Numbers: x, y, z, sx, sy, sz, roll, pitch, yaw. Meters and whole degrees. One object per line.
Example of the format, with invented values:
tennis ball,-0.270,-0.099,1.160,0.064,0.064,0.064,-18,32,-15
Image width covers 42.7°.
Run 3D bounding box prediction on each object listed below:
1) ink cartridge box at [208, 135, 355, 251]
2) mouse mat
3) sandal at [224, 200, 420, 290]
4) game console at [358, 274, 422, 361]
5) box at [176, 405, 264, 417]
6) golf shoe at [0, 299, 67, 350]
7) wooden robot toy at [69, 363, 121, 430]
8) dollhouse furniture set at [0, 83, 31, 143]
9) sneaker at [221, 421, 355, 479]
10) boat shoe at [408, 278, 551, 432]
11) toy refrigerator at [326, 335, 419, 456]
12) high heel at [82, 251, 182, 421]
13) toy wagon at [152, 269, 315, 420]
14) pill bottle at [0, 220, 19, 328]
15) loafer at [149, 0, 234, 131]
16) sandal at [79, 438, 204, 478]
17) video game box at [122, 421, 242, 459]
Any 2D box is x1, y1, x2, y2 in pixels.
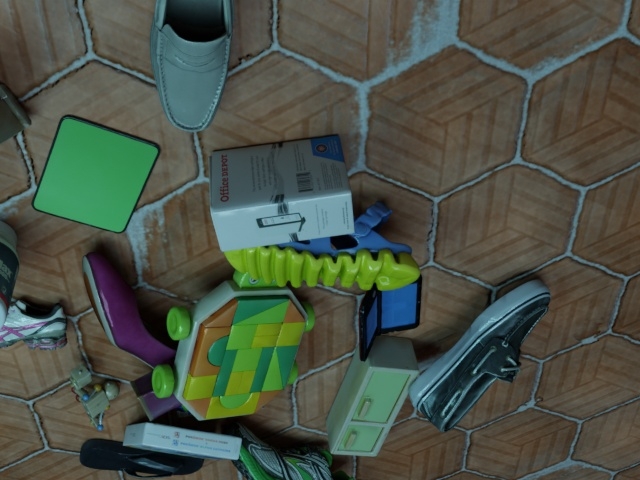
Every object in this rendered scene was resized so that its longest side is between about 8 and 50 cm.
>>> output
ink cartridge box,-0.060,-0.073,1.229,0.203,0.148,0.086,-8,133,-1
mouse mat,-0.347,-0.096,1.260,0.153,0.007,0.189,18,127,-22
sandal,0.000,0.000,1.314,0.317,0.138,0.126,5,157,-13
game console,0.126,0.141,1.484,0.085,0.124,0.144,11,132,17
box,-0.195,0.295,1.580,0.169,0.059,0.054,-5,130,-4
golf shoe,-0.529,0.141,1.406,0.186,0.067,0.086,1,101,-6
wooden robot toy,-0.420,0.282,1.548,0.079,0.076,0.173,-34,137,-27
dollhouse furniture set,-0.587,-0.240,1.012,0.362,0.256,0.394,-28,107,14
sneaker,-0.069,0.474,1.731,0.343,0.134,0.146,41,78,-27
boat shoe,0.316,0.220,1.512,0.335,0.119,0.121,-48,146,12
toy refrigerator,0.098,0.314,1.617,0.102,0.094,0.269,8,129,-15
high heel,-0.281,0.144,1.432,0.181,0.127,0.377,-27,131,-16
toy wagon,-0.134,0.155,1.406,0.267,0.068,0.344,0,119,-35
pill bottle,-0.518,0.051,1.245,0.108,0.180,0.108,-4,130,-5
loafer,-0.169,-0.273,1.066,0.112,0.111,0.319,0,130,-8
sandal,-0.369,0.465,1.700,0.254,0.054,0.097,5,129,-12
video game box,-0.273,0.392,1.592,0.187,0.048,0.205,17,160,-19
